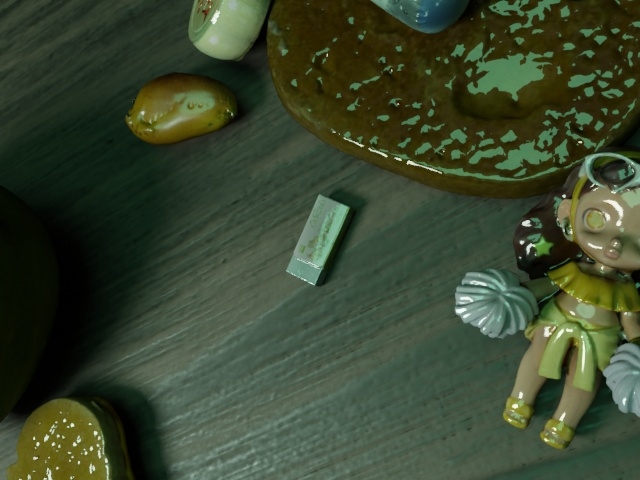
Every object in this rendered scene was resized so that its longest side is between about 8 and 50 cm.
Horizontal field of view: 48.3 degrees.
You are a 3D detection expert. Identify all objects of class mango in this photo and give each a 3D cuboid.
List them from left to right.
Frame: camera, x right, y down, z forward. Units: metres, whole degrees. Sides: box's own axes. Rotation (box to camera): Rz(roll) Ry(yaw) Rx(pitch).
[{"bbox_3d":[-0.143,-0.139,0.754,0.127,0.063,0.077,-5,74,17],"label":"mango"}]

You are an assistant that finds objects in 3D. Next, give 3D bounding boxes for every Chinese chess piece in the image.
[{"bbox_3d":[-0.091,-0.245,0.725,0.122,0.051,0.122,-37,45,49],"label":"Chinese chess piece"}]

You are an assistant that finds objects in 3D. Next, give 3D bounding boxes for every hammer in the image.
[{"bbox_3d":[0.115,-0.272,0.604,0.116,0.069,0.194,43,91,24],"label":"hammer"}]

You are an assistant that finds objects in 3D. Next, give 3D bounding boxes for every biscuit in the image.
[{"bbox_3d":[-0.256,0.248,0.746,0.170,0.050,0.170,-4,83,30],"label":"biscuit"},{"bbox_3d":[0.128,-0.206,0.651,0.367,0.063,0.314,24,87,24],"label":"biscuit"}]

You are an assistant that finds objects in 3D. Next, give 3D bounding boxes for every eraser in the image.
[{"bbox_3d":[0.000,0.000,0.692,0.038,0.019,0.083,24,91,23],"label":"eraser"}]

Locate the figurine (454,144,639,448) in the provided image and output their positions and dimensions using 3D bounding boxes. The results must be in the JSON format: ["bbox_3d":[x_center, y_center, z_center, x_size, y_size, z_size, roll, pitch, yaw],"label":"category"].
[{"bbox_3d":[0.206,0.045,0.545,0.175,0.116,0.240,24,98,24],"label":"figurine"}]

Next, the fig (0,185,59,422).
[{"bbox_3d":[-0.412,0.079,0.717,0.316,0.316,0.316,-4,80,23],"label":"fig"}]
